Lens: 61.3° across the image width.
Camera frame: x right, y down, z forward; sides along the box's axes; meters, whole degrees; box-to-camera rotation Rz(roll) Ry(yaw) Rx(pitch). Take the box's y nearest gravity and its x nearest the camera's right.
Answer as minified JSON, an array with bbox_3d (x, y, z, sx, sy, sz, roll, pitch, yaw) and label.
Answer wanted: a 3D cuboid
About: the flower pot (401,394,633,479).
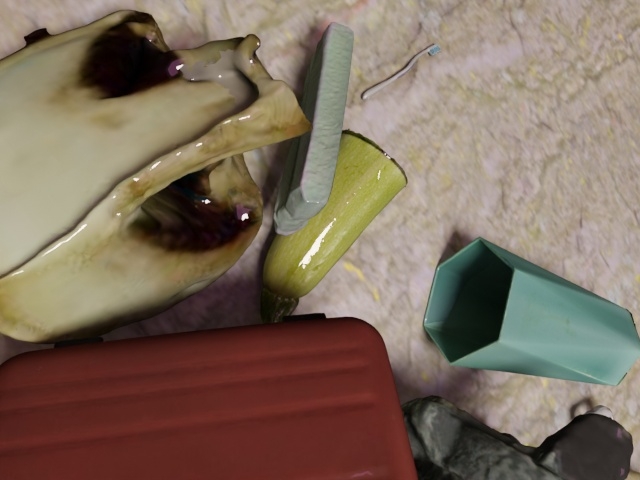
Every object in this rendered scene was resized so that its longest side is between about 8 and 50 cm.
[{"bbox_3d":[0.158,0.296,0.509,0.283,0.299,0.299,-40,102,-22],"label":"flower pot"}]

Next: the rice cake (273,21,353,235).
[{"bbox_3d":[-0.005,-0.113,0.541,0.042,0.080,0.221,17,62,-15],"label":"rice cake"}]

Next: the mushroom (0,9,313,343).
[{"bbox_3d":[-0.175,-0.069,0.483,0.292,0.212,0.217,-43,61,-9],"label":"mushroom"}]

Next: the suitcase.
[{"bbox_3d":[-0.081,0.185,0.384,0.298,0.161,0.236,-5,55,-7],"label":"suitcase"}]

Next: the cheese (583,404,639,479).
[{"bbox_3d":[0.413,0.346,0.727,0.164,0.071,0.248,5,85,-22],"label":"cheese"}]

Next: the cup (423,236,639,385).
[{"bbox_3d":[0.261,0.096,0.649,0.236,0.134,0.147,17,85,-25],"label":"cup"}]

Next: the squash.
[{"bbox_3d":[0.000,0.000,0.568,0.094,0.094,0.224,35,81,-17],"label":"squash"}]

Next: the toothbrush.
[{"bbox_3d":[0.098,-0.204,0.653,0.131,0.011,0.013,-37,80,-19],"label":"toothbrush"}]
